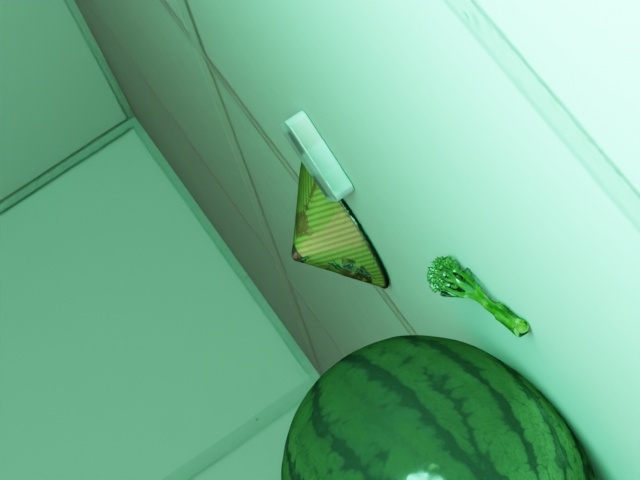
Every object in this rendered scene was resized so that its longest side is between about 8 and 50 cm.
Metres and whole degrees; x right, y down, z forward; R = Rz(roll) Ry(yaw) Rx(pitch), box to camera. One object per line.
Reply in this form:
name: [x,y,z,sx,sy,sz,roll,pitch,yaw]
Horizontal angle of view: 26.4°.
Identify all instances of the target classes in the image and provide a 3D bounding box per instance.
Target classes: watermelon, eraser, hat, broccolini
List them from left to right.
eraser: [-0.005,-0.093,1.516,0.105,0.026,0.065,57,170,-7]
hat: [0.000,0.000,1.693,0.193,0.082,0.193,55,174,8]
watermelon: [0.112,0.242,1.256,0.359,0.279,0.279,43,165,55]
broccolini: [0.135,0.053,1.202,0.030,0.035,0.140,56,173,-34]
